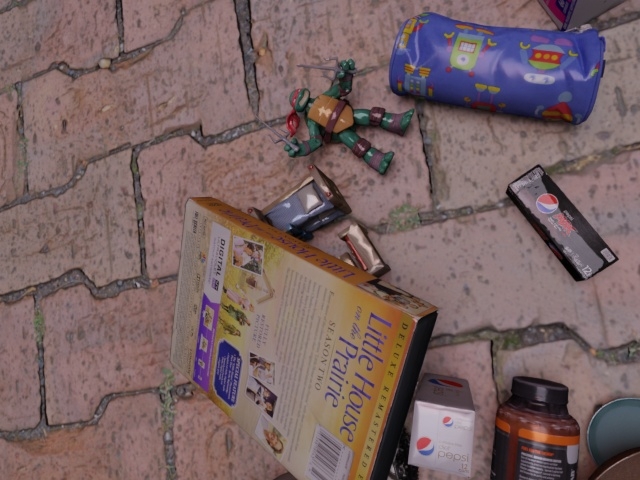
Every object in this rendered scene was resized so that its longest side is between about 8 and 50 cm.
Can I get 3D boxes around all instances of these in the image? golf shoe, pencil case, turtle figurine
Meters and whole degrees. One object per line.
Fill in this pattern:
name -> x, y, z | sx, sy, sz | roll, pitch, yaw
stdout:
golf shoe -> 0.084, 0.303, 0.703 | 0.093, 0.077, 0.198 | -26, 69, 24
pencil case -> 0.259, -0.262, 0.689 | 0.305, 0.119, 0.133 | 15, 103, 19
turtle figurine -> 0.024, -0.207, 0.760 | 0.234, 0.118, 0.176 | 25, 106, 4

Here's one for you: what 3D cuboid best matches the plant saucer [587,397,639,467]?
plant saucer -> 0.423, 0.271, 0.619 | 0.119, 0.021, 0.120 | -2, 83, 18

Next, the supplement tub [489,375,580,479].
supplement tub -> 0.285, 0.288, 0.616 | 0.105, 0.106, 0.198 | 6, 85, 18

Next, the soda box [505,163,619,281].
soda box -> 0.341, -0.025, 0.664 | 0.053, 0.060, 0.169 | -35, 75, 12

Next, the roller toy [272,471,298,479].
roller toy -> -0.042, 0.460, 0.676 | 0.191, 0.146, 0.210 | 33, 94, 19

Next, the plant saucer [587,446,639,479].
plant saucer -> 0.406, 0.329, 0.576 | 0.198, 0.036, 0.199 | 0, 105, -2

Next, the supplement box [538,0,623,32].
supplement box -> 0.363, -0.445, 0.685 | 0.113, 0.111, 0.220 | -29, 75, 13

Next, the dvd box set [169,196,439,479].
dvd box set -> -0.065, 0.144, 0.660 | 0.420, 0.062, 0.308 | 24, 113, 35

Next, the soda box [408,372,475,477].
soda box -> 0.160, 0.229, 0.605 | 0.069, 0.216, 0.074 | 6, 84, 16

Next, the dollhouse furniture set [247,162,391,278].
dollhouse furniture set -> 0.000, 0.000, 0.732 | 0.129, 0.129, 0.184 | -35, 74, 11
